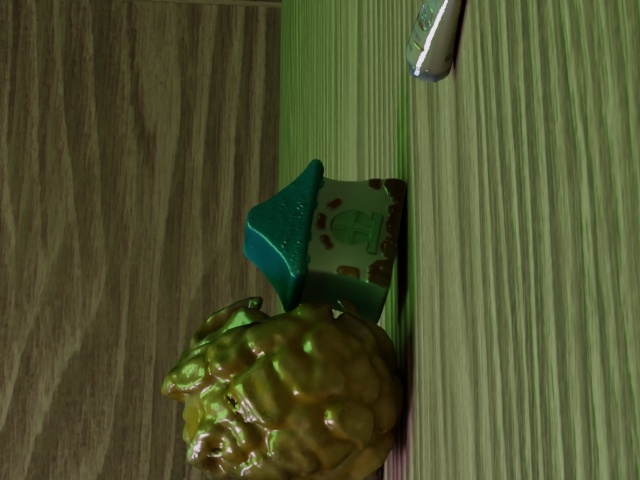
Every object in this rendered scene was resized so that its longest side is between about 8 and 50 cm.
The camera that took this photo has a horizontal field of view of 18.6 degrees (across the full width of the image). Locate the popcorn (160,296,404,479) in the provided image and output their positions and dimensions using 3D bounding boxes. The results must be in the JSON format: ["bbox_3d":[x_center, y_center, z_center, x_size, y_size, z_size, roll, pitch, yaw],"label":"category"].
[{"bbox_3d":[-0.035,0.154,1.863,0.250,0.250,0.190,102,175,-66],"label":"popcorn"}]

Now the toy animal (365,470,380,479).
[{"bbox_3d":[0.013,0.214,2.076,0.212,0.124,0.124,-72,-14,-71],"label":"toy animal"}]

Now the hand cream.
[{"bbox_3d":[0.096,-0.188,1.536,0.061,0.039,0.143,-89,9,-50],"label":"hand cream"}]

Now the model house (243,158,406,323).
[{"bbox_3d":[0.000,0.000,1.888,0.100,0.149,0.127,98,-179,-65],"label":"model house"}]
